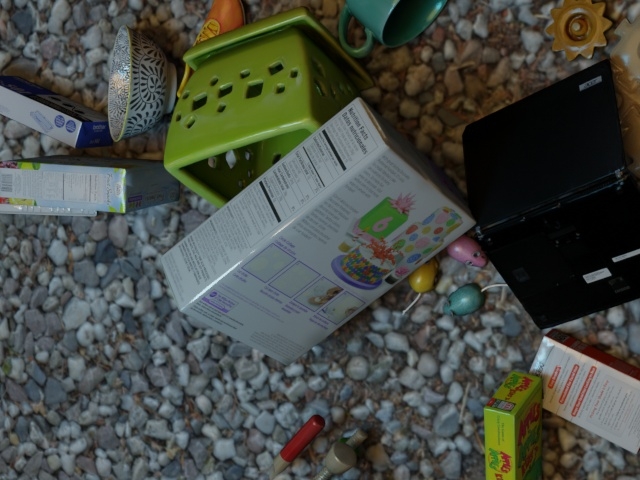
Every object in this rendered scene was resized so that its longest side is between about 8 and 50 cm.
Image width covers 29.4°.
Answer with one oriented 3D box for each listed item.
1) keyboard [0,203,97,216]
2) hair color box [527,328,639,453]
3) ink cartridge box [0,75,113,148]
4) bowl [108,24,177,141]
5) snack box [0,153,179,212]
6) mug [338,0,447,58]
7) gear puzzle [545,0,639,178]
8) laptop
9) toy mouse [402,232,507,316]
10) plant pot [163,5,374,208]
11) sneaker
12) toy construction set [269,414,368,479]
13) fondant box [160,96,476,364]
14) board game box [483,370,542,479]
[{"bbox_3d":[-0.466,-0.077,1.952,0.256,0.014,0.072,2,97,25],"label":"keyboard"},{"bbox_3d":[0.354,0.193,1.578,0.167,0.053,0.093,26,108,19],"label":"hair color box"},{"bbox_3d":[-0.423,-0.199,1.871,0.207,0.097,0.046,24,105,21],"label":"ink cartridge box"},{"bbox_3d":[-0.257,-0.227,1.785,0.170,0.080,0.170,-178,90,-69],"label":"bowl"},{"bbox_3d":[-0.336,-0.086,1.792,0.207,0.174,0.070,3,98,20],"label":"snack box"},{"bbox_3d":[0.085,-0.326,1.588,0.097,0.157,0.129,47,151,19],"label":"mug"},{"bbox_3d":[0.413,-0.181,1.517,0.339,0.044,0.175,43,113,18],"label":"gear puzzle"},{"bbox_3d":[0.323,-0.051,1.559,0.234,0.136,0.264,-24,111,39],"label":"laptop"},{"bbox_3d":[0.187,0.048,1.651,0.143,0.031,0.161,17,103,22],"label":"toy mouse"},{"bbox_3d":[-0.054,-0.168,1.620,0.228,0.227,0.207,-14,61,26],"label":"plant pot"},{"bbox_3d":[-0.155,-0.275,1.754,0.064,0.067,0.175,23,104,23],"label":"sneaker"},{"bbox_3d":[0.009,0.433,1.697,0.237,0.257,0.309,-50,54,34],"label":"toy construction set"},{"bbox_3d":[0.000,0.000,1.546,0.330,0.238,0.096,-37,52,15],"label":"fondant box"},{"bbox_3d":[0.251,0.271,1.580,0.043,0.092,0.181,12,122,29],"label":"board game box"}]
